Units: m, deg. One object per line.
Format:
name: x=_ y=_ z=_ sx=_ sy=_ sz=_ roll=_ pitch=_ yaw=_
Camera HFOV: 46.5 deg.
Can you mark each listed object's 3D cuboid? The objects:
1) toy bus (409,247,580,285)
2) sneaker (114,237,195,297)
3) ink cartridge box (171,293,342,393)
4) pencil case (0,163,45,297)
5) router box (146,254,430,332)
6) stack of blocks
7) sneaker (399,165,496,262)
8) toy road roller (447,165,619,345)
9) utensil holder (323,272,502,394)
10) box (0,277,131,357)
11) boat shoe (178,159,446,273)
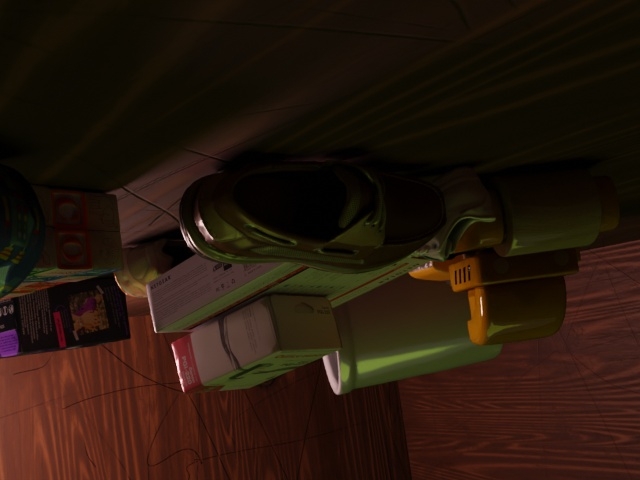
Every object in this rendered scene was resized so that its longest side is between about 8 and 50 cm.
toy bus: x=0.330 y=0.011 z=1.426 sx=0.332 sy=0.130 sz=0.108 roll=-5 pitch=171 yaw=-21
sneaker: x=-0.221 y=0.059 z=1.267 sx=0.121 sy=0.099 sz=0.262 roll=-22 pitch=160 yaw=24
ink cartridge box: x=-0.099 y=0.165 z=1.173 sx=0.218 sy=0.092 sz=0.158 roll=-30 pitch=158 yaw=32
pencil case: x=-0.306 y=-0.020 z=0.490 sx=0.133 sy=0.119 sz=0.306 roll=-38 pitch=171 yaw=2
router box: x=-0.049 y=0.051 z=1.159 sx=0.335 sy=0.082 sz=0.301 roll=-29 pitch=158 yaw=34
stack of blocks: x=-0.383 y=0.015 z=0.825 sx=0.297 sy=0.087 sz=0.171 roll=-13 pitch=172 yaw=34
sneaker: x=0.125 y=-0.003 z=0.958 sx=0.212 sy=0.094 sz=0.080 roll=-35 pitch=152 yaw=20
toy road roller: x=0.306 y=0.035 z=1.141 sx=0.202 sy=0.241 sz=0.329 roll=-8 pitch=173 yaw=-7
utensil holder: x=0.194 y=0.165 z=1.743 sx=0.385 sy=0.328 sz=0.327 roll=-9 pitch=173 yaw=-7
box: x=-0.567 y=0.164 z=1.586 sx=0.165 sy=0.143 sz=0.270 roll=-14 pitch=171 yaw=35
boat shoe: x=0.015 y=-0.029 z=0.809 sx=0.324 sy=0.123 sz=0.120 roll=-4 pitch=169 yaw=-32
